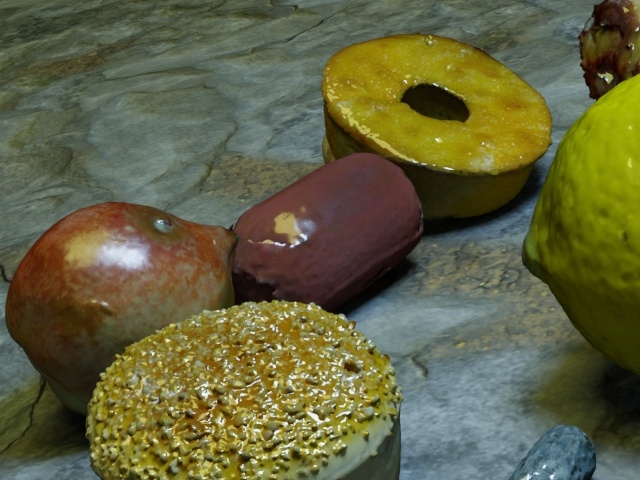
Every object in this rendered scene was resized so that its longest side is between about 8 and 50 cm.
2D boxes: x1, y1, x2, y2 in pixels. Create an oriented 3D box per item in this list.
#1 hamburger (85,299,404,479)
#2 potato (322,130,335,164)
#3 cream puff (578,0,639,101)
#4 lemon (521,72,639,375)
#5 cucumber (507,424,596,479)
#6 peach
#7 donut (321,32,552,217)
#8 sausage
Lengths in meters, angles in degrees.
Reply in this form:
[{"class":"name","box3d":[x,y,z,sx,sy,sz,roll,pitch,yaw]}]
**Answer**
[{"class":"hamburger","box3d":[-0.067,0.171,1.485,0.302,0.170,0.302,-12,23,5]},{"class":"potato","box3d":[0.066,-0.139,2.242,0.118,0.109,0.178,18,31,12]},{"class":"cream puff","box3d":[0.484,-0.222,2.032,0.350,0.229,0.350,-6,36,5]},{"class":"lemon","box3d":[0.367,-0.019,1.504,0.336,0.336,0.336,-12,22,5]},{"class":"cucumber","box3d":[0.194,0.201,1.403,0.064,0.064,0.112,-1,26,30]},{"class":"peach","box3d":[-0.197,0.061,1.743,0.256,0.232,0.232,-42,29,-11]},{"class":"donut","box3d":[0.138,-0.139,2.082,0.303,0.110,0.303,8,38,-6]},{"class":"sausage","box3d":[0.000,0.000,1.883,0.279,0.152,0.152,-31,27,-35]}]
